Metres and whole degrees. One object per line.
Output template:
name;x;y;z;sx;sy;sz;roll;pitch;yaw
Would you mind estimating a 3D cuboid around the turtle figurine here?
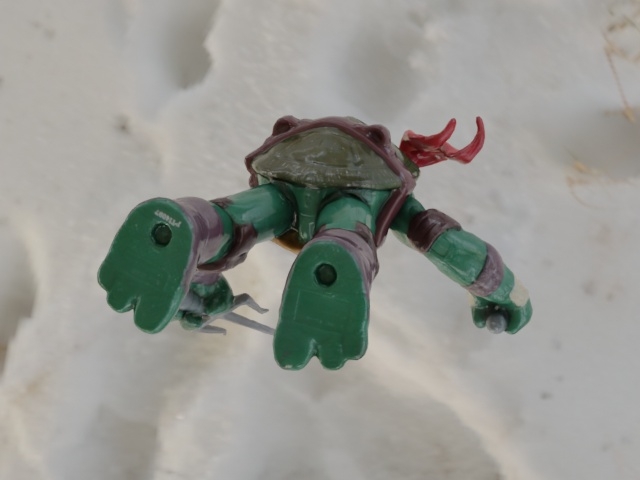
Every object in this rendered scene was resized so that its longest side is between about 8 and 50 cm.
turtle figurine;0.000;0.000;0.839;0.175;0.234;0.118;-5;96;19
